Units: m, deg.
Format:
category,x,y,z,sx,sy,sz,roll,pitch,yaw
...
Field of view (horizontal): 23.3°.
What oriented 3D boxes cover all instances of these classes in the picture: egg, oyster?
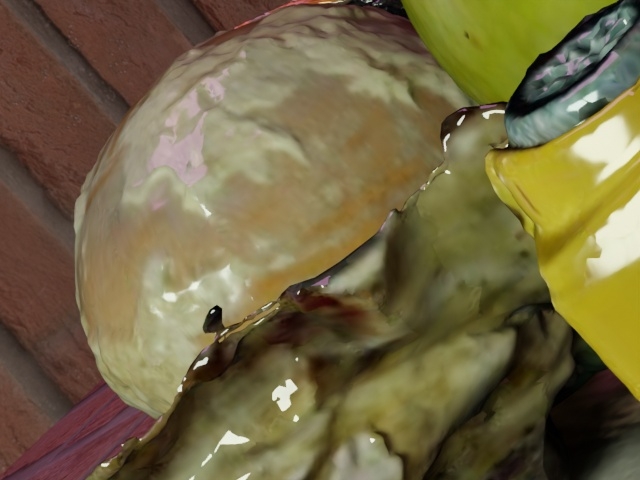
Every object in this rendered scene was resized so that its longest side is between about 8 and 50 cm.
category,x,y,z,sx,sy,sz,roll,pitch,yaw
egg,0.000,0.000,0.672,0.203,0.203,0.245,-38,-6,36
oyster,-0.009,0.086,0.459,0.361,0.096,0.221,-39,-23,-14

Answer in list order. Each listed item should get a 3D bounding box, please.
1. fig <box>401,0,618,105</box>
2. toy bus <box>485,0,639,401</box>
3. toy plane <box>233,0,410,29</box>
category,x,y,z,sx,sy,sz,roll,pitch,yaw
fig,0.160,-0.148,0.519,0.258,0.258,0.326,-43,13,-13
toy bus,0.192,-0.070,0.303,0.335,0.121,0.123,-39,12,17
toy plane,0.040,-0.148,0.969,0.188,0.062,0.135,-26,7,3
